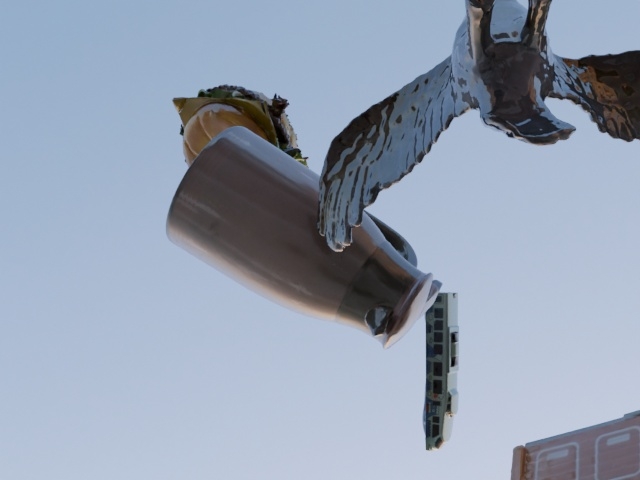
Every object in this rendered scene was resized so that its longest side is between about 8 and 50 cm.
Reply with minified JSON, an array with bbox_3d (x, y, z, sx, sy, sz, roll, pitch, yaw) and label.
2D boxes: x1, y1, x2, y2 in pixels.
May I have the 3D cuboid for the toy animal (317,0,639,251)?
[{"bbox_3d":[0.112,-0.113,0.495,0.272,0.160,0.197,-6,-99,9],"label":"toy animal"}]

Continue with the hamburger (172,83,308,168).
[{"bbox_3d":[-0.092,-0.114,1.066,0.189,0.093,0.164,20,-53,28],"label":"hamburger"}]

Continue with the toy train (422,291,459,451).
[{"bbox_3d":[0.156,0.171,1.143,0.047,0.043,0.208,1,-92,30],"label":"toy train"}]

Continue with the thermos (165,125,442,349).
[{"bbox_3d":[0.000,0.000,0.668,0.193,0.137,0.105,31,-61,13],"label":"thermos"}]

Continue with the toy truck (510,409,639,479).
[{"bbox_3d":[0.331,0.208,0.646,0.387,0.207,0.173,-26,-56,33],"label":"toy truck"}]
